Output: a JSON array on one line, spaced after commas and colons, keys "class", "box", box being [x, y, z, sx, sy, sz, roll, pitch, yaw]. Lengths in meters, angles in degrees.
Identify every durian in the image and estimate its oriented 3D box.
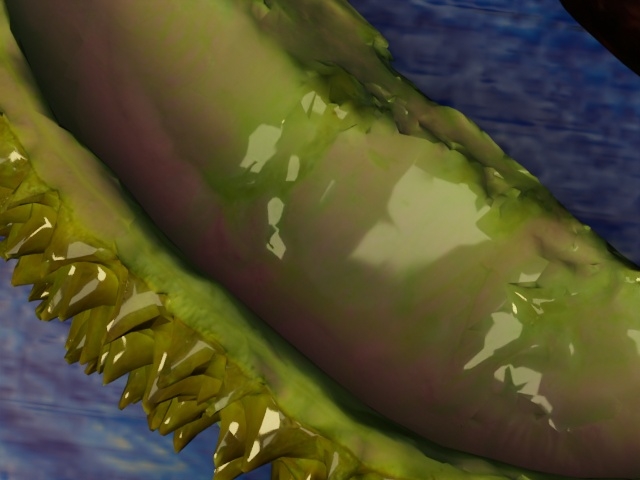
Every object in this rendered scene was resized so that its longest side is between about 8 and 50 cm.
[{"class": "durian", "box": [0.000, 0.000, 0.641, 0.352, 0.158, 0.169, 39, 83, 2]}]

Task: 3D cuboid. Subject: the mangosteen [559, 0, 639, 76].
[{"class": "mangosteen", "box": [0.198, -0.141, 0.611, 0.289, 0.231, 0.231, -22, 95, -38]}]
